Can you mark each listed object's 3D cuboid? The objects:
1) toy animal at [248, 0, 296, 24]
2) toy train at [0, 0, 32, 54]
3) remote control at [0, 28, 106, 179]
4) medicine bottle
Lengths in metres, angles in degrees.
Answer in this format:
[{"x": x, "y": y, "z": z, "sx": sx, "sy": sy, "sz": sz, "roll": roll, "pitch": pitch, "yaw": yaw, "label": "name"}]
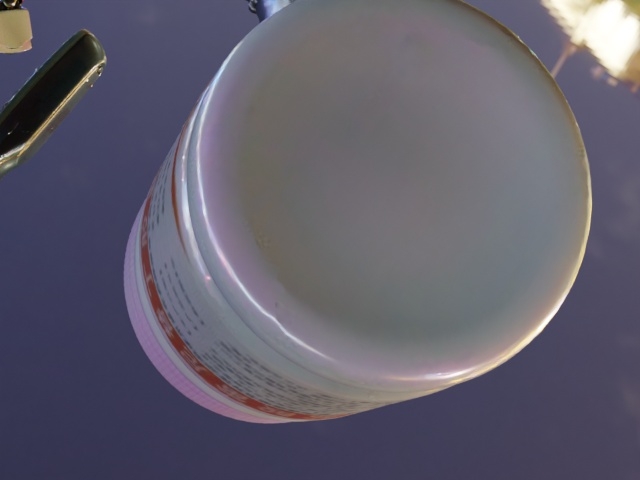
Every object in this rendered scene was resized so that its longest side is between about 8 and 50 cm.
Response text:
[{"x": -0.011, "y": -0.241, "z": 1.434, "sx": 0.168, "sy": 0.106, "sz": 0.343, "roll": 5, "pitch": -145, "yaw": -26, "label": "toy animal"}, {"x": -0.378, "y": -0.269, "z": 1.584, "sx": 0.050, "sy": 0.087, "sz": 0.138, "roll": -13, "pitch": -160, "yaw": -23, "label": "toy train"}, {"x": -0.262, "y": -0.089, "z": 1.154, "sx": 0.042, "sy": 0.222, "sz": 0.072, "roll": 39, "pitch": 177, "yaw": -1, "label": "remote control"}, {"x": 0.000, "y": 0.000, "z": 0.774, "sx": 0.202, "sy": 0.316, "sz": 0.202, "roll": 3, "pitch": -102, "yaw": -13, "label": "medicine bottle"}]
